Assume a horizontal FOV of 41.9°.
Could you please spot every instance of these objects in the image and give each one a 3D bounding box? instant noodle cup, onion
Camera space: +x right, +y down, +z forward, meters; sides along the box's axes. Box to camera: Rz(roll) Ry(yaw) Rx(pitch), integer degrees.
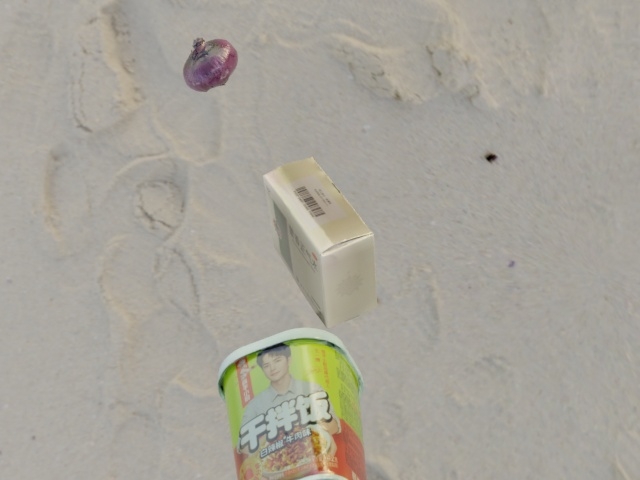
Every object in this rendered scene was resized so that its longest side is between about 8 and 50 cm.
[{"bbox_3d":[-0.041,0.368,1.525,0.293,0.294,0.308,-28,40,15],"label":"instant noodle cup"},{"bbox_3d":[-0.212,-0.337,1.583,0.115,0.104,0.115,-17,41,16],"label":"onion"}]

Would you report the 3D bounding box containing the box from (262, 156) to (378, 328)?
[{"bbox_3d":[0.000,0.000,1.298,0.095,0.168,0.212,-20,45,-17],"label":"box"}]
